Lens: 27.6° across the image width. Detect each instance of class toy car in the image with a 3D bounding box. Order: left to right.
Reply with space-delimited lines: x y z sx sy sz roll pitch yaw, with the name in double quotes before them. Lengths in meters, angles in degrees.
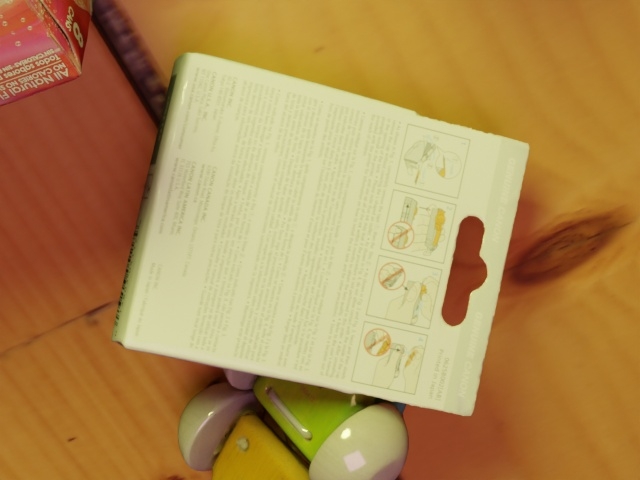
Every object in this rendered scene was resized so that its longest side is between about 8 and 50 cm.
"toy car" -0.001 0.135 0.931 0.136 0.159 0.182 -5 131 -47

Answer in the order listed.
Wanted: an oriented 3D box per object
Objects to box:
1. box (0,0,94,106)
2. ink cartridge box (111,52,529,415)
"box" -0.249 -0.122 0.648 0.256 0.128 0.123 -17 134 15
"ink cartridge box" 0.000 0.000 0.838 0.232 0.066 0.189 13 88 -18
